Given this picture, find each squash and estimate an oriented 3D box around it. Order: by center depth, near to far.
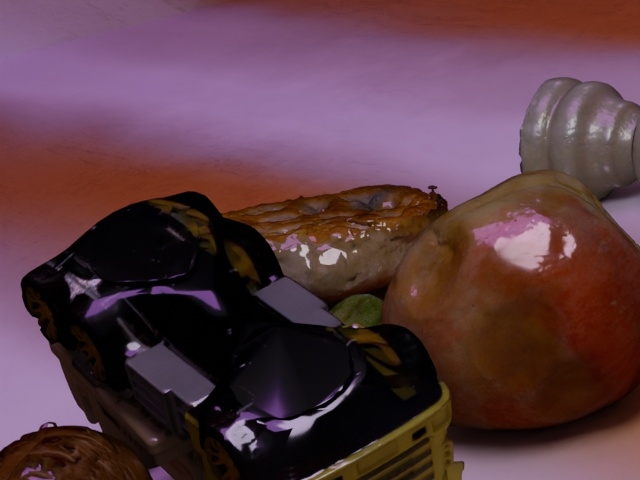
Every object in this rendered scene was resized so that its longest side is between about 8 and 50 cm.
[{"bbox_3d":[0.008,0.119,1.693,0.069,0.069,0.239,-8,24,26],"label":"squash"}]

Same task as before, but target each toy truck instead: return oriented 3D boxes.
[{"bbox_3d":[-0.066,0.131,1.475,0.181,0.254,0.405,-30,37,-24],"label":"toy truck"}]

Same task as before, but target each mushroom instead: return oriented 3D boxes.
[{"bbox_3d":[-0.223,0.244,1.395,0.253,0.153,0.253,-43,7,7],"label":"mushroom"}]

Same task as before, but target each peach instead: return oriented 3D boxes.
[{"bbox_3d":[0.162,0.060,1.559,0.235,0.214,0.214,-32,17,14],"label":"peach"}]

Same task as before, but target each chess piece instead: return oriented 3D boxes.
[{"bbox_3d":[0.339,-0.097,1.922,0.243,0.133,0.133,7,31,38],"label":"chess piece"}]

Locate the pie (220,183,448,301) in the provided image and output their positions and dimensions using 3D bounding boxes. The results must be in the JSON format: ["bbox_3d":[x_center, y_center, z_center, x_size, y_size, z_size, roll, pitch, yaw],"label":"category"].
[{"bbox_3d":[0.000,0.000,1.961,0.315,0.092,0.315,-9,10,2],"label":"pie"}]

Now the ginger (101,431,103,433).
[{"bbox_3d":[-0.111,0.132,1.772,0.089,0.075,0.288,5,24,34],"label":"ginger"}]
